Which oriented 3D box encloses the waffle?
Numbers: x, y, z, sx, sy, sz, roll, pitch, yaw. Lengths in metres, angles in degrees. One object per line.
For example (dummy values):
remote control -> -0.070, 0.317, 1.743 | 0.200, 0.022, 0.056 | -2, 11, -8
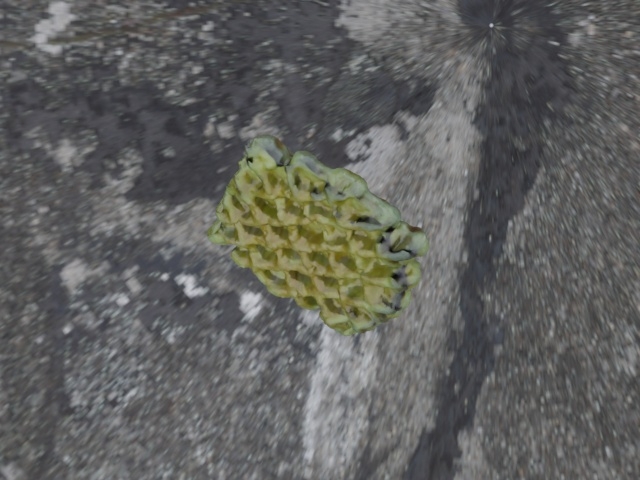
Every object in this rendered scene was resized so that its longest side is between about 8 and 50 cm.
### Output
waffle -> 0.002, -0.002, 1.380 | 0.204, 0.223, 0.054 | 37, 56, 3
